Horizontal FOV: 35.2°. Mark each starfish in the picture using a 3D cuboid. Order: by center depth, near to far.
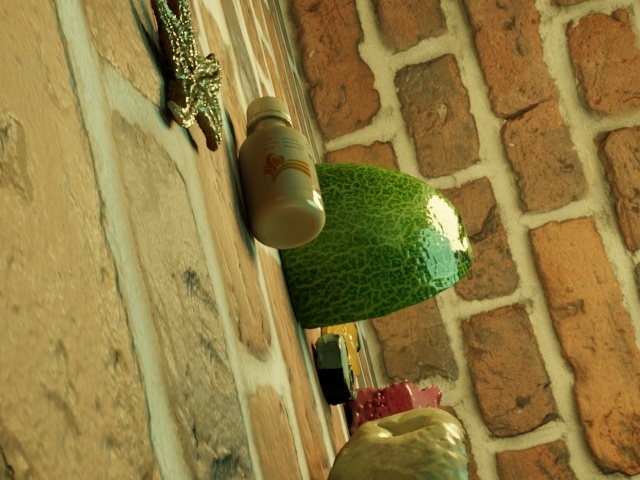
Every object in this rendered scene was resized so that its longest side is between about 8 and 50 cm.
[{"bbox_3d":[-0.152,-0.191,1.148,0.240,0.043,0.227,-90,162,-62],"label":"starfish"}]

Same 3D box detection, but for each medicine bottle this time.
[{"bbox_3d":[-0.066,-0.112,1.529,0.114,0.114,0.252,70,6,-51],"label":"medicine bottle"}]

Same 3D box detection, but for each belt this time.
[{"bbox_3d":[0.027,0.242,1.893,0.105,0.058,0.140,-49,127,-78],"label":"belt"}]

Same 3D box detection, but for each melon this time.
[{"bbox_3d":[0.100,0.003,1.843,0.226,0.344,0.331,76,-1,-55],"label":"melon"}]

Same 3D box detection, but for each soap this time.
[{"bbox_3d":[0.176,0.403,2.282,0.325,0.220,0.127,64,20,-72],"label":"soap"}]

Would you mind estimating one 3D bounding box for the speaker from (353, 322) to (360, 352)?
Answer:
[{"bbox_3d":[0.048,0.226,2.326,0.094,0.060,0.075,13,56,-45],"label":"speaker"}]

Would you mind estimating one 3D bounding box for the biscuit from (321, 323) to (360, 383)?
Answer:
[{"bbox_3d":[0.044,0.221,2.146,0.144,0.040,0.236,47,24,-36],"label":"biscuit"}]

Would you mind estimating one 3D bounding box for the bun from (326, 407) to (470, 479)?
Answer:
[{"bbox_3d":[0.117,0.422,1.468,0.360,0.211,0.359,-4,90,-84],"label":"bun"}]
